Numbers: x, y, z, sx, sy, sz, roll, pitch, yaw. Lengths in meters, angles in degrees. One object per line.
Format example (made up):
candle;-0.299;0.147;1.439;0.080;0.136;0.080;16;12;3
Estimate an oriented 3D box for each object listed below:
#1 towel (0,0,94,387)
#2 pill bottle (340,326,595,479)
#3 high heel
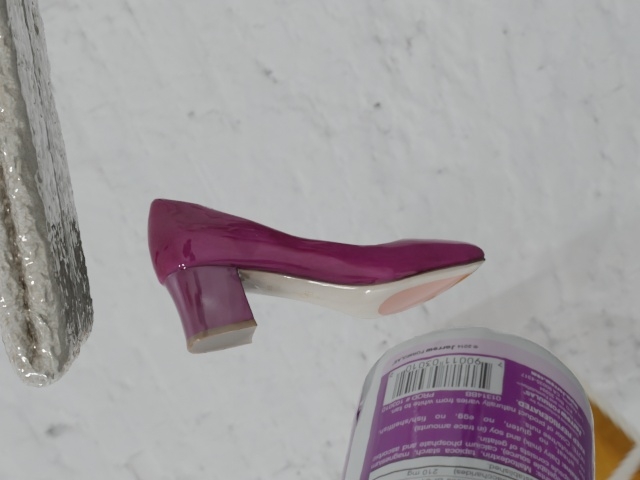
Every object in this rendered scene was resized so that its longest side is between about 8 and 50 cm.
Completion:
towel;-0.199;-0.053;0.776;0.187;0.049;0.282;-135;36;-83
pill bottle;0.084;0.207;0.727;0.302;0.169;0.169;-73;-34;-52
high heel;0.000;0.000;1.327;0.127;0.377;0.181;-55;50;57
